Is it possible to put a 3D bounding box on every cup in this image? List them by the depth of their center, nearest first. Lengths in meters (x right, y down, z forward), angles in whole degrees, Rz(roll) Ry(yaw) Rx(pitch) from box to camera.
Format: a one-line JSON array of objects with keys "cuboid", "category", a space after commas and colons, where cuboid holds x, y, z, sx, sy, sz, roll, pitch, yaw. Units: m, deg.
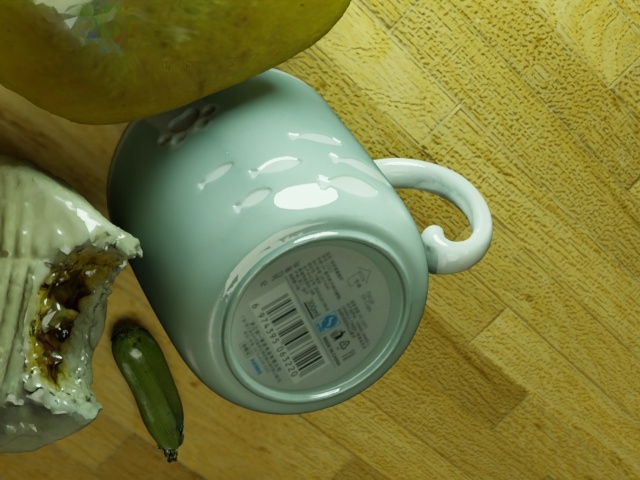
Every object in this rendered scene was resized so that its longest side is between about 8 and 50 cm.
[{"cuboid": [0.000, 0.000, 1.453, 0.357, 0.274, 0.259, -8, 122, -17], "category": "cup"}]

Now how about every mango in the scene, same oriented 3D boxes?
[{"cuboid": [-0.135, -0.227, 1.317, 0.365, 0.182, 0.253, -4, 119, -20], "category": "mango"}]

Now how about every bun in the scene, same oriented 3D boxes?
[{"cuboid": [-0.298, 0.061, 1.403, 0.281, 0.281, 0.205, -36, 170, 0], "category": "bun"}]

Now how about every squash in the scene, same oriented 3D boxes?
[{"cuboid": [-0.177, 0.160, 1.611, 0.052, 0.052, 0.183, -22, 124, -10], "category": "squash"}]
